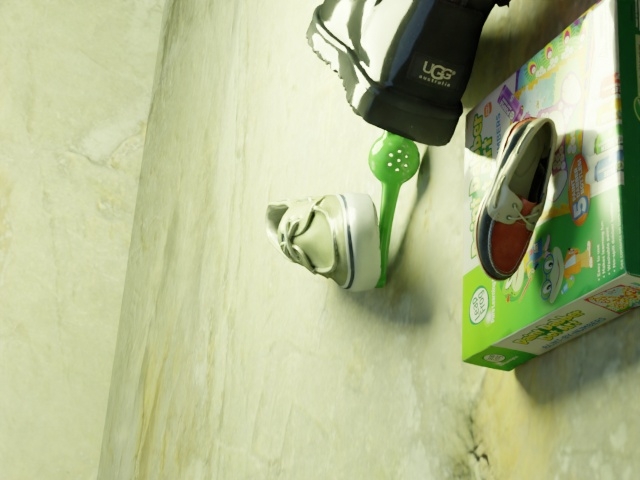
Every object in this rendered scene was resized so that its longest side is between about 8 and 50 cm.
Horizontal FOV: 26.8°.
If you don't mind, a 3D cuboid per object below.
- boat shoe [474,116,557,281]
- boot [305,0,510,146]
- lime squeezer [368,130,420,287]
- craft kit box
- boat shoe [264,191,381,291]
[{"bbox_3d":[0.160,-0.034,1.083,0.043,0.049,0.137,-2,72,67],"label":"boat shoe"},{"bbox_3d":[0.141,-0.355,1.319,0.367,0.146,0.445,-116,43,-63],"label":"boot"},{"bbox_3d":[0.083,-0.111,1.493,0.110,0.058,0.310,74,-164,-66],"label":"lime squeezer"},{"bbox_3d":[0.200,-0.043,1.124,0.246,0.061,0.250,135,142,-60],"label":"craft kit box"},{"bbox_3d":[0.000,0.000,1.501,0.302,0.094,0.109,-160,66,-79],"label":"boat shoe"}]
